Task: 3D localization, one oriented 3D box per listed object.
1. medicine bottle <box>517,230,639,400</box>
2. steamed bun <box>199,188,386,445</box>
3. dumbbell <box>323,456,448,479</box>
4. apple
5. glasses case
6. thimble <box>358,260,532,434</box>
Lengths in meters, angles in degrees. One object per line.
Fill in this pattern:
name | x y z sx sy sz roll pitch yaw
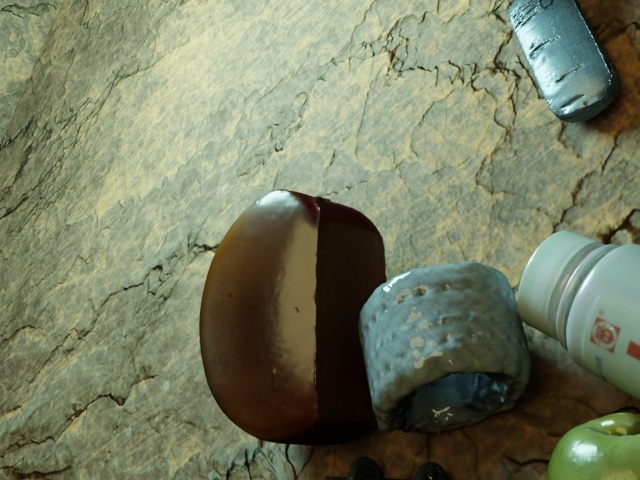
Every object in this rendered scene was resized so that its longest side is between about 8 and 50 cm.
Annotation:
medicine bottle | 0.386 0.099 0.988 0.293 0.170 0.170 29 88 45
steamed bun | -0.046 0.122 1.289 0.248 0.235 0.379 -9 75 36
dumbbell | 0.107 0.345 1.167 0.254 0.081 0.081 -9 62 38
apple | 0.343 0.286 0.916 0.200 0.200 0.200 -20 56 33
glasses case | 0.372 -0.298 1.290 0.109 0.067 0.282 -33 48 27
thimble | 0.161 0.153 1.125 0.245 0.217 0.157 -48 38 45
